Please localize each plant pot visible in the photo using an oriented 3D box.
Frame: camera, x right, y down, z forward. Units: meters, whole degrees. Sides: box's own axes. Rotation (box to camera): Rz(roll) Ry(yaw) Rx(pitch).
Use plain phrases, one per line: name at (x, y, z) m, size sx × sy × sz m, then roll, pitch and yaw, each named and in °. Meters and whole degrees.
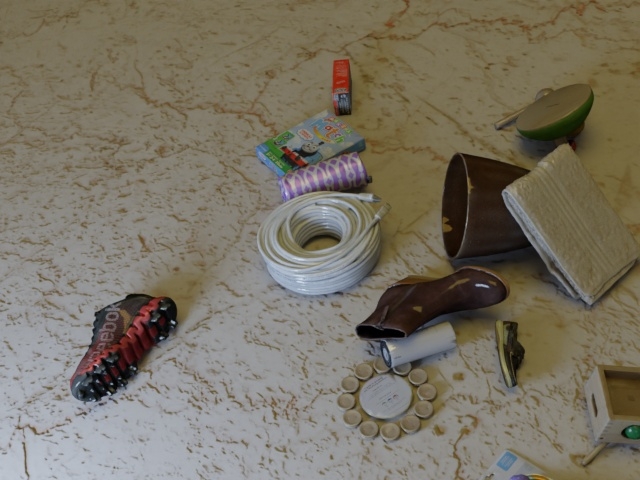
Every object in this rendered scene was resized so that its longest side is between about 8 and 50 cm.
plant pot at (0.382, -0.064, 1.905) m, size 0.230 × 0.215 × 0.215 m, roll 3°, pitch 45°, yaw -6°

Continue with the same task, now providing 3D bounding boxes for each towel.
towel at (0.491, -0.031, 1.823) m, size 0.187 × 0.049 × 0.282 m, roll -37°, pitch 94°, yaw -23°

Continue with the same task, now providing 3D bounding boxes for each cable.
cable at (0.000, 0.000, 1.978) m, size 0.257 × 0.089 × 0.257 m, roll 12°, pitch 50°, yaw 23°

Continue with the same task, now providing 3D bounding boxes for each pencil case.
pencil case at (0.007, -0.132, 2.107) m, size 0.206 × 0.088 × 0.086 m, roll -16°, pitch 52°, yaw -6°

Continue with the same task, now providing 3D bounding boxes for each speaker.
speaker at (0.184, 0.194, 1.758) m, size 0.136 × 0.055 × 0.055 m, roll -15°, pitch 44°, yaw -15°

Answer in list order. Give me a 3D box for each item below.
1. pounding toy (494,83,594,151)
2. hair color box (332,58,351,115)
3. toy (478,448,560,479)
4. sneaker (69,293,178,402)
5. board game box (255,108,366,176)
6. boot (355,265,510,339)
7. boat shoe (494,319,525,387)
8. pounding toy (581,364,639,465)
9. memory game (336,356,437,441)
pounding toy at (0.536, -0.262, 2.141) m, size 0.183 × 0.110 × 0.237 m, roll -37°, pitch 20°, yaw -10°
hair color box at (0.055, -0.385, 2.360) m, size 0.043 × 0.072 × 0.141 m, roll -4°, pitch 44°, yaw 6°
toy at (0.357, 0.427, 1.504) m, size 0.237 × 0.056 × 0.137 m, roll 30°, pitch 56°, yaw 34°
sneaker at (-0.408, 0.202, 1.851) m, size 0.135 × 0.098 × 0.276 m, roll 19°, pitch 50°, yaw 27°
board game box at (-0.024, -0.221, 2.235) m, size 0.211 × 0.039 × 0.160 m, roll -30°, pitch 47°, yaw -19°
boot at (0.212, 0.132, 1.768) m, size 0.248 × 0.090 × 0.207 m, roll -2°, pitch 26°, yaw 37°
boat shoe at (0.351, 0.203, 1.727) m, size 0.049 × 0.056 × 0.152 m, roll -9°, pitch 44°, yaw 10°
pounding toy at (0.507, 0.298, 1.589) m, size 0.130 × 0.100 × 0.141 m, roll 5°, pitch 48°, yaw -4°
memory game at (0.120, 0.288, 1.720) m, size 0.186 × 0.012 × 0.186 m, roll -6°, pitch 45°, yaw 6°
